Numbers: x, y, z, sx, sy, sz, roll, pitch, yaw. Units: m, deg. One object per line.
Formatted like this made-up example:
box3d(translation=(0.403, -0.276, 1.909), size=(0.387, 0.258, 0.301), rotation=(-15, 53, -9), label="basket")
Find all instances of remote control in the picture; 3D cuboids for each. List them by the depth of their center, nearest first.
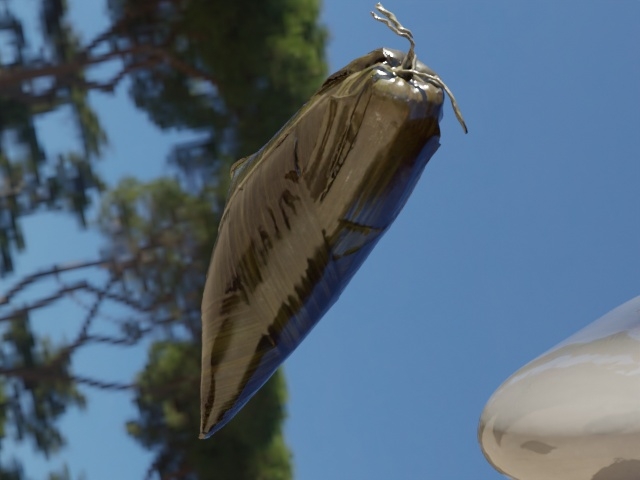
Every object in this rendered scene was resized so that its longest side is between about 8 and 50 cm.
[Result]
box3d(translation=(0.244, 0.091, 1.147), size=(0.221, 0.332, 0.103), rotation=(-7, -78, 40), label="remote control")

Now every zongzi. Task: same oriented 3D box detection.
box3d(translation=(0.000, 0.000, 1.184), size=(0.248, 0.111, 0.241), rotation=(-42, -151, 51), label="zongzi")
